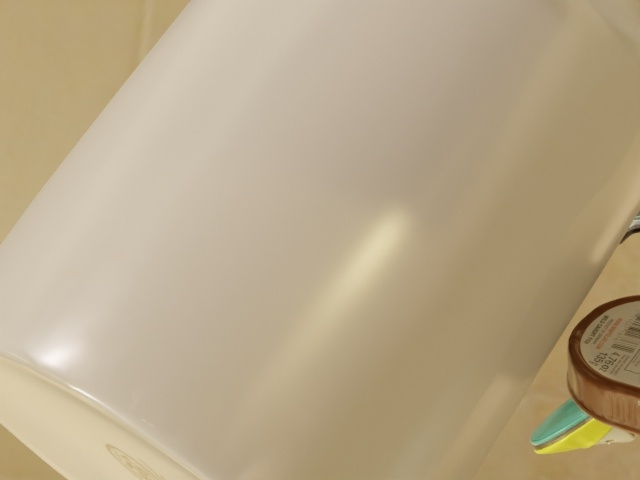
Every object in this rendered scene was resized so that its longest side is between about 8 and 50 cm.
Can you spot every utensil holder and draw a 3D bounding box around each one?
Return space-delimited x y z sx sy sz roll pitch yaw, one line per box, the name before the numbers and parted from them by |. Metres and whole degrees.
utensil holder | 0.000 0.000 0.870 0.327 0.327 0.385 15 61 43

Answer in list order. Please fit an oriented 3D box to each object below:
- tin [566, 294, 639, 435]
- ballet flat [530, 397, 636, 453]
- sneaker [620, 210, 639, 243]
tin | 0.242 0.086 0.861 0.189 0.106 0.040 15 134 33
ballet flat | 0.335 0.174 1.530 0.077 0.077 0.231 43 104 -6
sneaker | 0.511 -0.039 1.862 0.267 0.101 0.106 3 79 19
